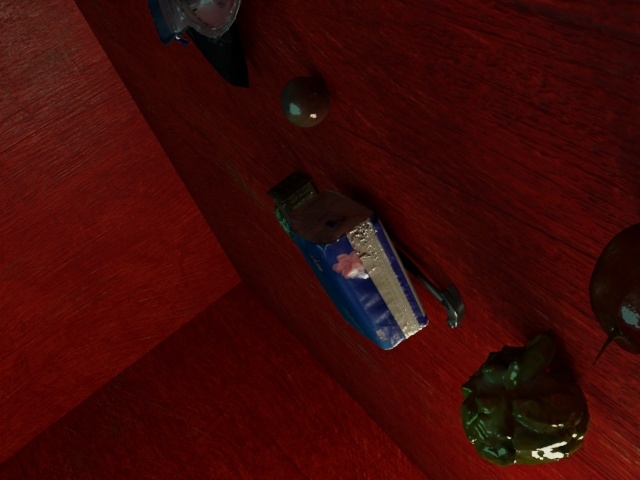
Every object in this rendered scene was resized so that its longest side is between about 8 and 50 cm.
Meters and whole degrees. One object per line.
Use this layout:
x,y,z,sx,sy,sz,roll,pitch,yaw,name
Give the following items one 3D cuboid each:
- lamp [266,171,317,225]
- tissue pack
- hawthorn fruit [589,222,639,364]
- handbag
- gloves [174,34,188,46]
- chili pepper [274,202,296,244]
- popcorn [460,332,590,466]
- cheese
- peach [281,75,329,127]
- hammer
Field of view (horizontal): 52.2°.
0.000,0.000,1.498,0.090,0.089,0.325,29,154,56,lamp
0.065,0.055,1.228,0.209,0.137,0.270,33,155,58,tissue pack
0.297,0.044,0.587,0.125,0.140,0.125,-17,-90,-77,hawthorn fruit
-0.223,-0.416,1.188,0.254,0.088,0.211,51,174,15,handbag
-0.274,-0.394,1.230,0.064,0.026,0.086,50,-175,-10,gloves
-0.064,-0.030,1.716,0.182,0.050,0.073,52,174,13,chili pepper
0.304,0.234,0.966,0.198,0.198,0.212,-162,63,-67,popcorn
-0.202,-0.402,1.029,0.286,0.074,0.189,-16,94,51,cheese
-0.022,-0.221,1.039,0.083,0.083,0.083,48,166,17,peach
0.172,0.052,1.199,0.246,0.029,0.103,47,166,27,hammer
